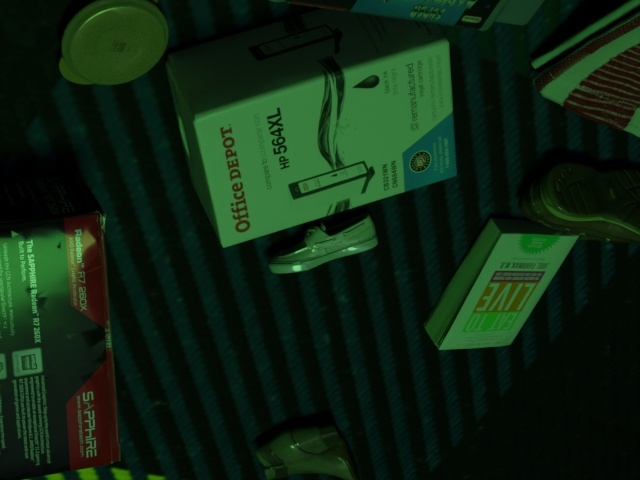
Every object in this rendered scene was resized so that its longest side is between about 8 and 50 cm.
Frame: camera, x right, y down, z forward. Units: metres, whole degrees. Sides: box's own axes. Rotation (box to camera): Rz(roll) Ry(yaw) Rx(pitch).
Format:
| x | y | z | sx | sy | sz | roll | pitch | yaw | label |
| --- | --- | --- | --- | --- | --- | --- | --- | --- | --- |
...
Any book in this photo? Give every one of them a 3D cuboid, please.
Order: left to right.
| x | y | z | sx | sy | sz | roll | pitch | yaw | label |
| --- | --- | --- | --- | --- | --- | --- | --- | --- | --- |
| 0.172 | 0.041 | 1.492 | 0.096 | 0.035 | 0.144 | 2 | 130 | -32 | book |

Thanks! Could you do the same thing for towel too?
| x | y | z | sx | sy | sz | roll | pitch | yaw | label |
| --- | --- | --- | --- | --- | --- | --- | --- | --- | --- |
| 0.369 | -0.137 | 1.335 | 0.329 | 0.037 | 0.237 | 18 | 145 | -37 | towel |

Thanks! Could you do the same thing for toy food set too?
| x | y | z | sx | sy | sz | roll | pitch | yaw | label |
| --- | --- | --- | --- | --- | --- | --- | --- | --- | --- |
| -0.150 | -0.147 | 1.155 | 0.082 | 0.020 | 0.083 | -6 | 134 | -20 | toy food set |

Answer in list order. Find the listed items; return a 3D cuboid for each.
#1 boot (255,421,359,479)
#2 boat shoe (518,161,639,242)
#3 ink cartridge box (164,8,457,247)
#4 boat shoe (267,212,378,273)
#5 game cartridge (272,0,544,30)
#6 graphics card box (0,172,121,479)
| x | y | z | sx | sy | sz | roll | pitch | yaw | label |
| --- | --- | --- | --- | --- | --- | --- | --- | --- | --- |
| -0.015 | 0.221 | 1.580 | 0.087 | 0.042 | 0.118 | -20 | 137 | 4 | boot |
| 0.259 | -0.030 | 1.444 | 0.178 | 0.064 | 0.060 | 10 | 158 | -31 | boat shoe |
| -0.005 | -0.095 | 1.227 | 0.203 | 0.086 | 0.148 | -19 | 138 | -8 | ink cartridge box |
| 0.000 | 0.000 | 1.369 | 0.100 | 0.035 | 0.035 | -16 | 110 | -4 | boat shoe |
| 0.089 | -0.251 | 1.061 | 0.355 | 0.068 | 0.230 | -2 | 131 | -48 | game cartridge |
| -0.348 | 0.089 | 1.203 | 0.371 | 0.094 | 0.233 | -10 | 118 | -18 | graphics card box |
